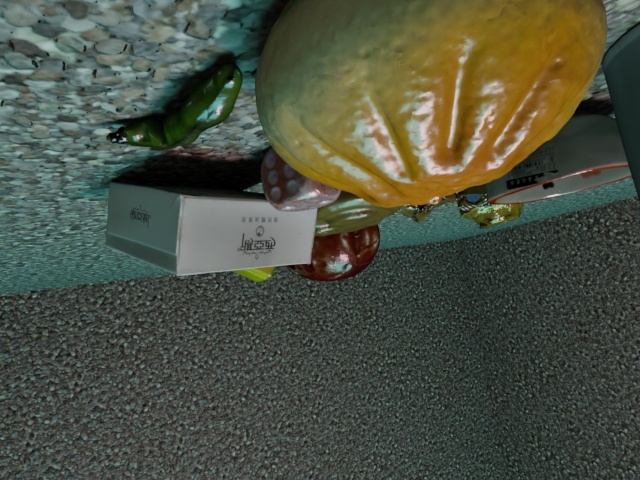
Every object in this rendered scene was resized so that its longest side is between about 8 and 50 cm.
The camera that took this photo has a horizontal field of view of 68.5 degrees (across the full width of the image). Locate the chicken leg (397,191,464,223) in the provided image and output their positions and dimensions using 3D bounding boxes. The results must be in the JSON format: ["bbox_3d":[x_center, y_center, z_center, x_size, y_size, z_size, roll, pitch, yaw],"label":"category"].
[{"bbox_3d":[0.286,-0.099,1.250,0.196,0.080,0.125,-5,159,-43],"label":"chicken leg"}]

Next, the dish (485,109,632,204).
[{"bbox_3d":[0.410,-0.146,0.816,0.256,0.117,0.256,-9,173,-1],"label":"dish"}]

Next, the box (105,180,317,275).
[{"bbox_3d":[-0.170,-0.026,0.769,0.203,0.116,0.274,14,-169,40],"label":"box"}]

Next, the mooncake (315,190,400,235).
[{"bbox_3d":[0.054,-0.079,0.909,0.235,0.117,0.235,-9,171,-1],"label":"mooncake"}]

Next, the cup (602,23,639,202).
[{"bbox_3d":[0.529,-0.122,0.505,0.357,0.274,0.259,-9,174,2],"label":"cup"}]

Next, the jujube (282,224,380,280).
[{"bbox_3d":[0.000,0.000,1.181,0.223,0.223,0.318,-5,180,-34],"label":"jujube"}]

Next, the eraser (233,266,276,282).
[{"bbox_3d":[-0.222,0.032,1.192,0.226,0.069,0.158,26,162,-13],"label":"eraser"}]

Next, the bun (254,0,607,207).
[{"bbox_3d":[0.090,-0.113,0.422,0.299,0.164,0.299,-8,173,-1],"label":"bun"}]

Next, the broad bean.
[{"bbox_3d":[-0.141,-0.126,0.489,0.195,0.046,0.061,-12,176,32],"label":"broad bean"}]

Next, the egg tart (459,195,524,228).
[{"bbox_3d":[0.570,-0.103,1.527,0.241,0.105,0.241,-13,171,-2],"label":"egg tart"}]

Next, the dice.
[{"bbox_3d":[-0.027,-0.097,0.706,0.094,0.093,0.091,-17,171,40],"label":"dice"}]

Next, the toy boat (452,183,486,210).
[{"bbox_3d":[0.416,-0.120,1.292,0.065,0.066,0.172,-5,172,-15],"label":"toy boat"}]
